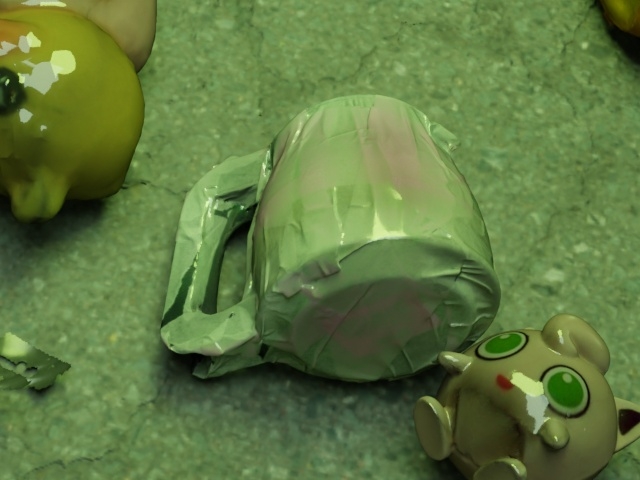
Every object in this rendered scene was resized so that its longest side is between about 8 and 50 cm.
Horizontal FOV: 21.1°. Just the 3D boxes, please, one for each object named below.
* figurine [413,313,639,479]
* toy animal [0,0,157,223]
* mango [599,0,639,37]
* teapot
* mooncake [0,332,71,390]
[{"bbox_3d":[0.138,0.113,1.141,0.138,0.125,0.125,-27,67,-33],"label":"figurine"},{"bbox_3d":[-0.197,-0.138,1.223,0.169,0.195,0.281,34,47,-35],"label":"toy animal"},{"bbox_3d":[0.345,-0.237,1.361,0.257,0.138,0.187,-4,49,-13],"label":"mango"},{"bbox_3d":[0.011,0.005,1.192,0.163,0.221,0.178,29,40,-37],"label":"teapot"},{"bbox_3d":[-0.208,0.210,1.078,0.150,0.057,0.347,25,57,-8],"label":"mooncake"}]
